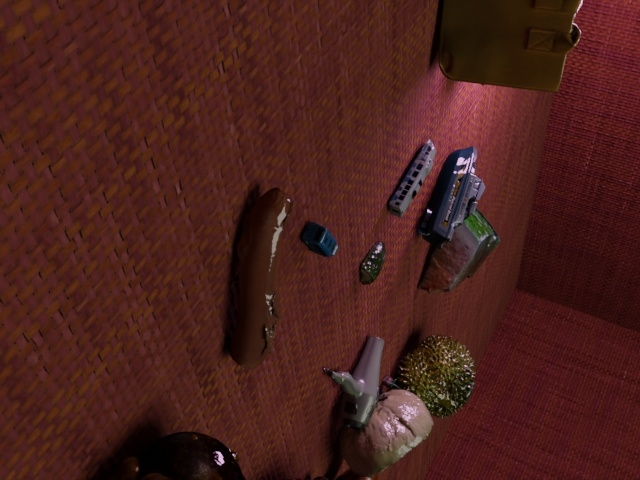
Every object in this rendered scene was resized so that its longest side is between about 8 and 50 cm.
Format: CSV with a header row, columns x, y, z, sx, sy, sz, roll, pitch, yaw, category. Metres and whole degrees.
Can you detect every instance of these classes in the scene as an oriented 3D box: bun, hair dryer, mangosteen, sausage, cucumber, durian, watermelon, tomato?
x,y,z,sx,sy,sz,roll,pitch,yaw,category
0.156,0.478,1.913,0.259,0.152,0.259,-39,177,-2,bun
0.092,0.300,1.796,0.267,0.092,0.229,72,35,-43,hair dryer
-0.211,0.352,1.002,0.217,0.192,0.192,19,91,-37,mangosteen
-0.092,0.065,1.137,0.078,0.078,0.304,-34,138,-56,sausage
0.126,0.048,1.689,0.107,0.035,0.067,-56,153,-35,cucumber
0.363,0.428,2.318,0.291,0.225,0.291,-47,153,-34,durian
0.431,0.019,2.223,0.264,0.151,0.302,-11,118,-66,watermelon
0.099,0.650,1.986,0.155,0.069,0.155,-33,176,-2,tomato

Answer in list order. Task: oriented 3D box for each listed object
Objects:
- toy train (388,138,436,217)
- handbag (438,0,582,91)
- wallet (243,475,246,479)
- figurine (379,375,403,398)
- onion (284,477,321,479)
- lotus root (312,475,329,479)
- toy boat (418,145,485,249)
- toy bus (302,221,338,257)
x,y,z,sx,sy,sz,roll,pitch,yaw,category
0.217,-0.147,1.718,0.207,0.047,0.043,-59,157,-23,toy train
0.402,-0.513,1.516,0.133,0.283,0.401,-49,149,-49,handbag
-0.193,0.442,1.133,0.052,0.168,0.245,21,89,-35,wallet
0.200,0.467,2.143,0.178,0.114,0.144,36,73,-59,figurine
0.023,0.662,1.535,0.358,0.358,0.345,86,19,-45,onion
0.003,0.636,1.813,0.081,0.112,0.122,-34,140,-30,lotus root
0.359,-0.121,1.975,0.114,0.122,0.296,125,-11,-74,toy boat
0.000,0.000,1.333,0.038,0.046,0.083,-65,157,-12,toy bus
